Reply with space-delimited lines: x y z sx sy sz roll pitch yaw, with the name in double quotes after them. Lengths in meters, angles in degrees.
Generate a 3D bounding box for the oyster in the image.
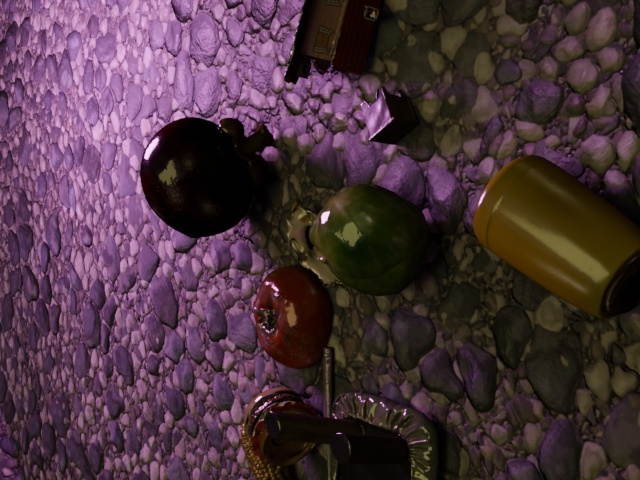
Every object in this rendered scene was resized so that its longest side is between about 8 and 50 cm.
0.000 0.010 1.943 0.209 0.072 0.133 32 109 24 "oyster"

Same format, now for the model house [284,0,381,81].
0.038 -0.451 1.856 0.207 0.154 0.294 -63 -11 -83 "model house"

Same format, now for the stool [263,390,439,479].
0.058 0.475 1.752 0.310 0.226 0.310 5 96 50 "stool"

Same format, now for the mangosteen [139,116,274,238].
-0.272 -0.148 2.100 0.293 0.297 0.297 7 97 12 "mangosteen"

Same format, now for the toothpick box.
0.387 -0.001 1.389 0.271 0.175 0.175 42 121 38 "toothpick box"

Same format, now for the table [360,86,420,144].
0.135 -0.250 1.767 0.083 0.070 0.082 -38 58 45 "table"

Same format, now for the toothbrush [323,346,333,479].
0.014 0.410 1.953 0.024 0.029 0.354 1 91 37 "toothbrush"

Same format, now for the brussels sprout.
0.092 -0.005 1.711 0.244 0.244 0.244 1 92 50 "brussels sprout"

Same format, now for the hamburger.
-0.093 0.403 1.981 0.137 0.175 0.175 47 125 47 "hamburger"

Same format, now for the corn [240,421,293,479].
-0.109 0.546 2.060 0.097 0.097 0.320 -41 62 43 "corn"

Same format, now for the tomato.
-0.078 0.176 2.010 0.237 0.095 0.237 2 93 51 "tomato"
